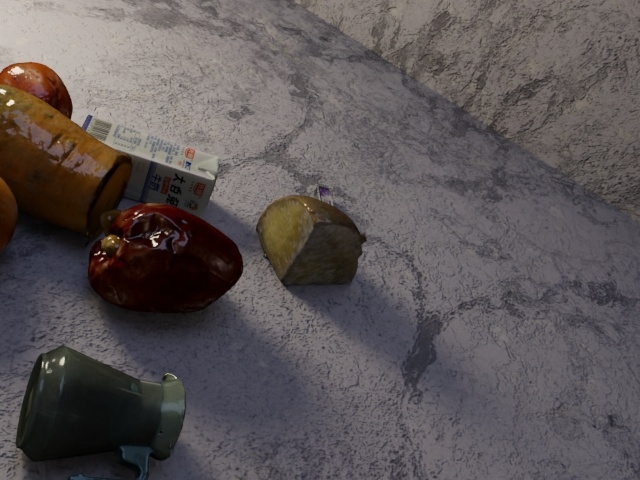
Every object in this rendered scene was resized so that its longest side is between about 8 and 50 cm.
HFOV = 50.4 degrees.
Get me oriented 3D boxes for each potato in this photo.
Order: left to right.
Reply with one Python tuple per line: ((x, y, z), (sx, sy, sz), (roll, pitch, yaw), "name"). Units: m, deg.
((-0.002, -0.035, 1.551), (0.211, 0.264, 0.189), (-2, 55, -26), "potato")

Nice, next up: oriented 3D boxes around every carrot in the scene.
((-0.569, -0.162, 1.363), (0.341, 0.224, 0.224), (27, 37, -4), "carrot")

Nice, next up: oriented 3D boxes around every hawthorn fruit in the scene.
((-0.640, -0.291, 1.518), (0.179, 0.179, 0.200), (-12, 53, -40), "hawthorn fruit")

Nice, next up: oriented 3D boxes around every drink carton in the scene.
((-0.398, -0.167, 1.557), (0.315, 0.130, 0.106), (16, 40, -14), "drink carton")

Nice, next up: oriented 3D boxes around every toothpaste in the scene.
((0.018, -0.067, 1.775), (0.047, 0.040, 0.196), (10, 41, -19), "toothpaste")

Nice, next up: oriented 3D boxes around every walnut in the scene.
((-0.303, 0.036, 1.330), (0.269, 0.221, 0.244), (23, 13, -30), "walnut")

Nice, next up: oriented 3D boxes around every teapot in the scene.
((-0.338, 0.278, 1.052), (0.225, 0.171, 0.203), (16, 48, -25), "teapot")

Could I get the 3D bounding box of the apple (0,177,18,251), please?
((-0.660, -0.053, 1.207), (0.235, 0.173, 0.210), (43, 81, 6), "apple")
